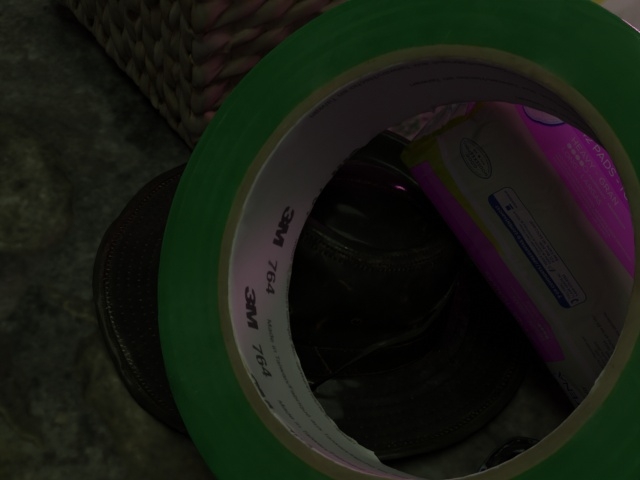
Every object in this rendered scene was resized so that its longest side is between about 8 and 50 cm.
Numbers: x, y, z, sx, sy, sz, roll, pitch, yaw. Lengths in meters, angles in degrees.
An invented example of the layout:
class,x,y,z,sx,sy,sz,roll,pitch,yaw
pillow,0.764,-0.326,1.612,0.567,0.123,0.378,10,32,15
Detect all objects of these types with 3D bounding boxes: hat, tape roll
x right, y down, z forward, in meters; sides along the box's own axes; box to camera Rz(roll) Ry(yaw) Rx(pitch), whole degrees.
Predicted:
class,x,y,z,sx,sy,sz,roll,pitch,yaw
hat,0.000,0.000,0.750,0.331,0.134,0.331,1,53,-2
tape roll,0.064,0.019,0.579,0.321,0.077,0.321,-6,76,25

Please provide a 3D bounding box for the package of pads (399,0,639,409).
class,x,y,z,sx,sy,sz,roll,pitch,yaw
package of pads,0.217,-0.058,0.751,0.296,0.101,0.229,-39,96,-35

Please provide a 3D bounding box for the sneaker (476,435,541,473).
class,x,y,z,sx,sy,sz,roll,pitch,yaw
sneaker,0.129,0.215,0.594,0.079,0.121,0.216,-11,53,-10

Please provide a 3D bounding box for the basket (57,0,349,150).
class,x,y,z,sx,sy,sz,roll,pitch,yaw
basket,-0.046,-0.302,0.852,0.331,0.328,0.266,-28,65,-23
